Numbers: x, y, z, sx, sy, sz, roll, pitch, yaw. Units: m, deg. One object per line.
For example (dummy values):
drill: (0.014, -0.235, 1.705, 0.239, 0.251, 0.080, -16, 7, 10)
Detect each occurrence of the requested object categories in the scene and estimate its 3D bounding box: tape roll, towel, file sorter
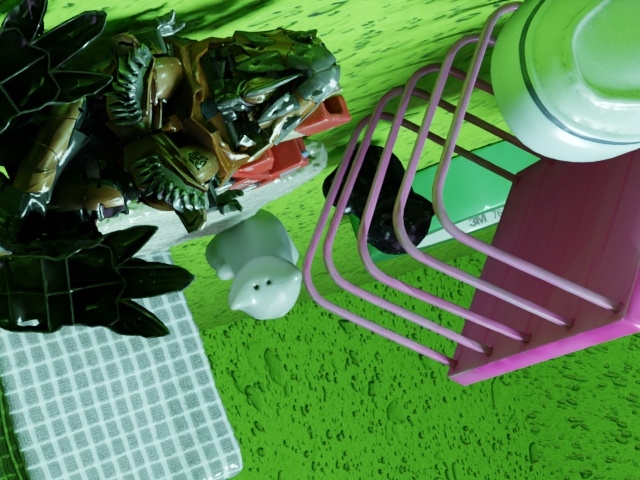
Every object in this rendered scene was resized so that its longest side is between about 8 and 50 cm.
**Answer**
tape roll: (0.196, -0.058, 2.020, 0.321, 0.077, 0.321, -18, 174, -2)
towel: (-0.145, -0.022, 1.346, 0.282, 0.049, 0.187, -16, 174, -33)
file sorter: (0.127, -0.033, 1.203, 0.182, 0.202, 0.291, 25, 160, -13)
towel: (-0.217, 0.140, 1.465, 0.235, 0.283, 0.121, -15, 172, -43)

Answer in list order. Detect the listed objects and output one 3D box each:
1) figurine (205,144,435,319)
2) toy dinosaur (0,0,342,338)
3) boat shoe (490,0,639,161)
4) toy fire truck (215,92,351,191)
figurine: (0.000, 0.000, 1.447, 0.215, 0.092, 0.209, -28, -168, -1)
toy dinosaur: (-0.139, -0.031, 0.827, 0.322, 0.164, 0.218, -40, -169, 0)
boat shoe: (0.284, -0.157, 1.038, 0.367, 0.135, 0.156, -19, 176, -34)
toy fire truck: (-0.031, -0.082, 1.149, 0.135, 0.047, 0.192, -22, 175, 15)
